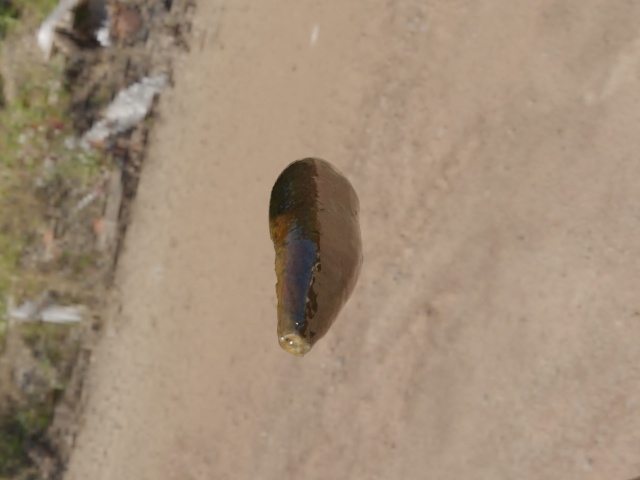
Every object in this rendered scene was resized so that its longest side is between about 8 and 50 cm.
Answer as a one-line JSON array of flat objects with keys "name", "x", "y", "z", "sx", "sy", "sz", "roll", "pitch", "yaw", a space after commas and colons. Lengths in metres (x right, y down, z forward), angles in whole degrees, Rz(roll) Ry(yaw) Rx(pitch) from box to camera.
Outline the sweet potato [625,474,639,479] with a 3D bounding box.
[{"name": "sweet potato", "x": 0.164, "y": 0.155, "z": 0.560, "sx": 0.359, "sy": 0.112, "sz": 0.112, "roll": -10, "pitch": 64, "yaw": 15}]

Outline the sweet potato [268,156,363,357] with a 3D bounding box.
[{"name": "sweet potato", "x": -0.002, "y": -0.011, "z": 0.809, "sx": 0.255, "sy": 0.058, "sz": 0.078, "roll": -86, "pitch": -15, "yaw": -70}]
